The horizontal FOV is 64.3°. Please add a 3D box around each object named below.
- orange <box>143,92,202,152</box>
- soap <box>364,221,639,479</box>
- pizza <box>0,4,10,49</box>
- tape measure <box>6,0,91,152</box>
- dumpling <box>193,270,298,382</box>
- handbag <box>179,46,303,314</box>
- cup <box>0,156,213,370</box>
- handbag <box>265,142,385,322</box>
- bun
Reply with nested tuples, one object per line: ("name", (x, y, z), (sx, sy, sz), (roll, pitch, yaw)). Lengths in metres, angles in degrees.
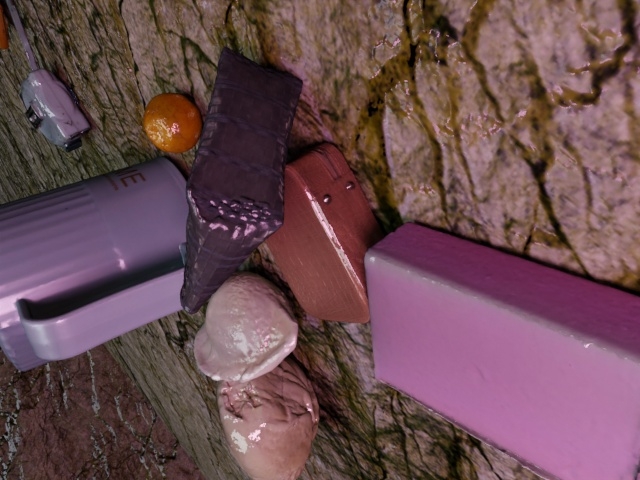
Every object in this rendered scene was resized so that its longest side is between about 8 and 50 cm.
("orange", (-0.202, -0.161, 0.701), (0.083, 0.070, 0.083), (21, 133, 24))
("soap", (0.163, 0.103, 0.456), (0.259, 0.081, 0.181), (22, 133, 42))
("pizza", (-0.687, -0.505, 1.033), (0.193, 0.053, 0.200), (27, 132, 37))
("tape measure", (-0.585, -0.336, 1.022), (0.164, 0.084, 0.330), (-22, 102, 52))
("dumpling", (-0.119, 0.133, 0.768), (0.216, 0.166, 0.126), (30, 171, 28))
("handbag", (-0.097, -0.070, 0.534), (0.089, 0.270, 0.175), (16, 150, -19))
("cup", (-0.341, 0.056, 0.794), (0.331, 0.311, 0.256), (50, 147, 29))
("handbag", (0.000, 0.000, 0.585), (0.151, 0.072, 0.193), (-17, 106, 55))
("bun", (-0.072, 0.281, 0.828), (0.220, 0.134, 0.220), (-24, -90, -85))
